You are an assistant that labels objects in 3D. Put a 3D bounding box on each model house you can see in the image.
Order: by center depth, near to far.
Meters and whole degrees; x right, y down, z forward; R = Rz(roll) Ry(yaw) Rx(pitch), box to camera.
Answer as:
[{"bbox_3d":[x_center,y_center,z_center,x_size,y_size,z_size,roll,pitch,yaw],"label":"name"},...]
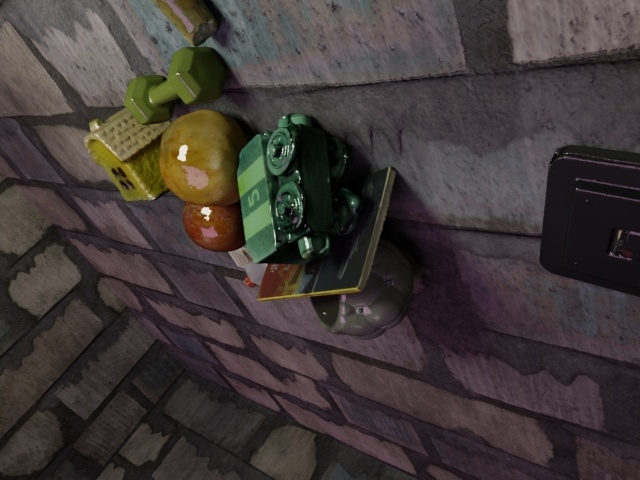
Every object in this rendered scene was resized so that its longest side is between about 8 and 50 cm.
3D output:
[{"bbox_3d":[-0.473,-0.240,1.331,0.174,0.193,0.234,9,136,40],"label":"model house"}]

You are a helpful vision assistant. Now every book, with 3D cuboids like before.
[{"bbox_3d":[0.000,0.000,1.099,0.028,0.263,0.374,29,156,-30],"label":"book"}]

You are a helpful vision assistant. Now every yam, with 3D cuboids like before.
[{"bbox_3d":[-0.327,-0.523,0.910,0.083,0.083,0.371,-11,124,52],"label":"yam"}]

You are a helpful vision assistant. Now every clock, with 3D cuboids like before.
[{"bbox_3d":[0.486,-0.008,0.781,0.273,0.049,0.279,16,144,31],"label":"clock"}]

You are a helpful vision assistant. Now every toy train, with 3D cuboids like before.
[{"bbox_3d":[-0.053,-0.093,1.027,0.166,0.299,0.238,5,158,-37],"label":"toy train"}]

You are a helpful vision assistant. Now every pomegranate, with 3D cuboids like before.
[{"bbox_3d":[-0.259,-0.182,1.163,0.233,0.233,0.233,26,148,18],"label":"pomegranate"}]

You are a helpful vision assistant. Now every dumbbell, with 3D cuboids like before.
[{"bbox_3d":[-0.329,-0.336,1.128,0.302,0.121,0.108,-2,103,46],"label":"dumbbell"}]

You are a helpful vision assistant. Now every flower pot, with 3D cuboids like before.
[{"bbox_3d":[0.091,0.101,1.152,0.246,0.195,0.246,25,118,61],"label":"flower pot"}]

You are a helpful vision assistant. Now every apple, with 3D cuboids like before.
[{"bbox_3d":[-0.265,-0.060,1.358,0.173,0.188,0.188,11,142,19],"label":"apple"}]

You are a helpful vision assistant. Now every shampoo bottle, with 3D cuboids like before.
[{"bbox_3d":[-0.177,0.099,1.546,0.108,0.051,0.221,38,148,-11],"label":"shampoo bottle"}]

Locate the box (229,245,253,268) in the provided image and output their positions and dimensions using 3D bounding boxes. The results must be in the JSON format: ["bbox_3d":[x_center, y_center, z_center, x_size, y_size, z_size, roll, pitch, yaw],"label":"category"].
[{"bbox_3d":[-0.201,0.058,1.600,0.220,0.032,0.122,12,141,36],"label":"box"}]
